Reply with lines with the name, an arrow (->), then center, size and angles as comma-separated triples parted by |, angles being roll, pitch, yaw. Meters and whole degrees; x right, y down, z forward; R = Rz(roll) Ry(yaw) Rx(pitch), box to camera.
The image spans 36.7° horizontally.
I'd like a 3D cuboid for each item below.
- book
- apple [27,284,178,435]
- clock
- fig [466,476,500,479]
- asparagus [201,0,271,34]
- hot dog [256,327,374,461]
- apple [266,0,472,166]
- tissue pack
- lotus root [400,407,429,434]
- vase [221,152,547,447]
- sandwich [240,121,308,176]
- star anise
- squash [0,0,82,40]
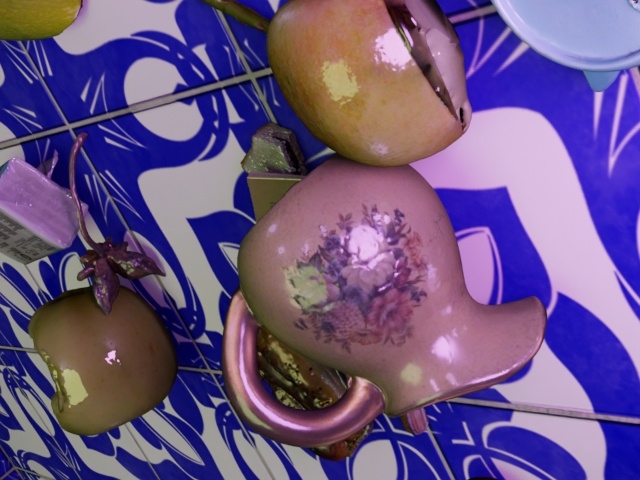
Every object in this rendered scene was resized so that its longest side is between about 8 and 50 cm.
book -> 0.000, 0.000, 1.236 | 0.168, 0.013, 0.192 | 5, 128, 19
apple -> -0.384, 0.207, 1.707 | 0.279, 0.279, 0.279 | 29, 141, 27
clock -> 0.220, -0.236, 0.749 | 0.223, 0.094, 0.274 | 1, 122, 49
fig -> 0.233, 0.390, 1.291 | 0.154, 0.109, 0.103 | 46, 147, 41
asparagus -> -0.063, -0.245, 1.116 | 0.248, 0.024, 0.025 | 33, -175, 22
hot dog -> -0.026, 0.219, 1.464 | 0.270, 0.082, 0.162 | 50, 144, 1
apple -> 0.049, -0.166, 0.952 | 0.207, 0.174, 0.188 | 17, 133, 61
tissue pack -> -0.515, -0.065, 1.696 | 0.159, 0.145, 0.229 | 36, 154, -23
lotus root -> 0.124, 0.238, 1.352 | 0.030, 0.037, 0.083 | 13, 132, 46
vase -> 0.037, 0.088, 1.068 | 0.302, 0.329, 0.241 | 47, 180, 0
sandwich -> -0.048, -0.094, 1.229 | 0.105, 0.036, 0.093 | 45, 144, 6
star anise -> -0.352, -0.024, 1.576 | 0.148, 0.218, 0.227 | -7, 145, 3
squash -> -0.485, -0.398, 1.343 | 0.210, 0.309, 0.233 | -103, 22, -51
